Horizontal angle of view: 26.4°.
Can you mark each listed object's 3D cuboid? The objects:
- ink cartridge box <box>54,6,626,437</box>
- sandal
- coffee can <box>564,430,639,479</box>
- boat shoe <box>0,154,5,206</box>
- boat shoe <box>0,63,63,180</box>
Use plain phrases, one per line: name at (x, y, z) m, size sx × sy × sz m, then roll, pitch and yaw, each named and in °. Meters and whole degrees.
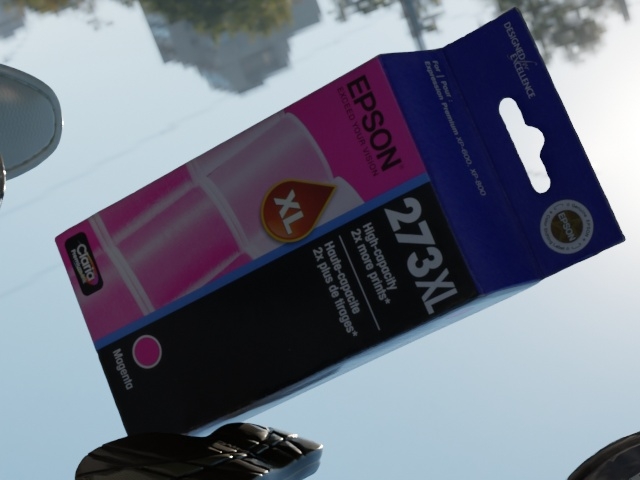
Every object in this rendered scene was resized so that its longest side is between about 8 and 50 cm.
ink cartridge box at (0.000, 0.000, 0.931) m, size 0.371 × 0.176 × 0.069 m, roll -27°, pitch 168°, yaw 20°
sandal at (-0.072, 0.159, 0.871) m, size 0.090 × 0.060 × 0.219 m, roll 17°, pitch -173°, yaw 24°
coffee can at (0.248, 0.233, 0.761) m, size 0.201 × 0.202 × 0.275 m, roll -23°, pitch -172°, yaw -4°
boat shoe at (-0.297, -0.033, 0.843) m, size 0.130 × 0.132 × 0.355 m, roll 18°, pitch -174°, yaw -31°
boat shoe at (-0.362, -0.094, 1.119) m, size 0.302 × 0.114 × 0.091 m, roll -3°, pitch -174°, yaw -38°
